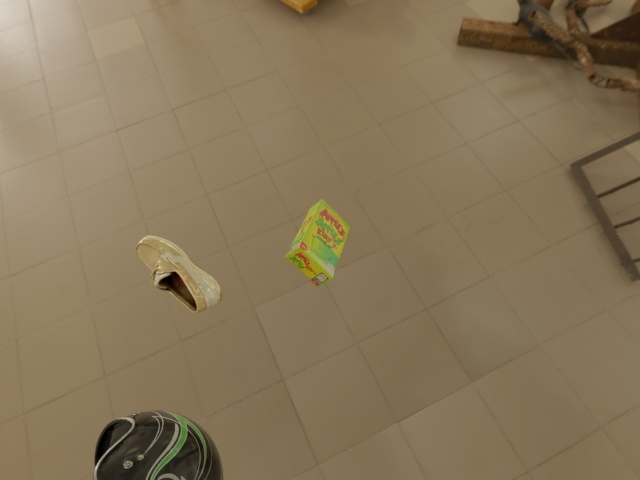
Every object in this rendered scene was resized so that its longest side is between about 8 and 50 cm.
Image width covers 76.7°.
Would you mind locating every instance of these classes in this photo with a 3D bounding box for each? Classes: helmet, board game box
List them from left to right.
[{"bbox_3d":[-0.202,0.292,0.487,0.169,0.161,0.169,0,105,-1],"label":"helmet"},{"bbox_3d":[0.000,0.000,0.831,0.092,0.043,0.181,43,36,-15],"label":"board game box"}]

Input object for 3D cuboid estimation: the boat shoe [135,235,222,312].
[{"bbox_3d":[-0.235,0.053,0.638,0.170,0.063,0.059,32,33,13],"label":"boat shoe"}]
